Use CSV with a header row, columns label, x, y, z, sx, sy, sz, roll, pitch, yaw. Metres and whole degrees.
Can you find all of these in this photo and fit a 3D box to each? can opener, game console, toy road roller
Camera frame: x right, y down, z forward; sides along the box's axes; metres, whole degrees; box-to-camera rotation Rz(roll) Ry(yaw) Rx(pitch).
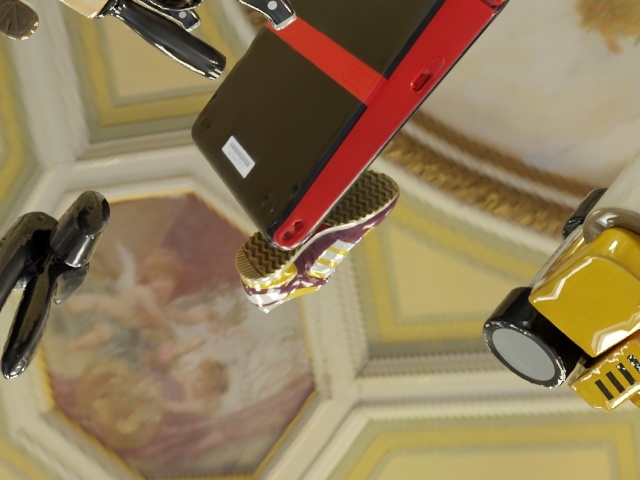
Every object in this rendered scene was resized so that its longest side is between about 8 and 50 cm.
label,x,y,z,sx,sy,sz,roll,pitch,yaw
can opener,-0.170,0.023,0.871,0.059,0.186,0.073,24,-66,-3
game console,0.022,-0.178,1.470,0.060,0.386,0.342,34,-84,-23
toy road roller,0.327,0.054,1.397,0.240,0.202,0.329,40,-26,4

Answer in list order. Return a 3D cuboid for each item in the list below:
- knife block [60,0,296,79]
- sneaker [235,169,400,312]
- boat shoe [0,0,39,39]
label,x,y,z,sx,sy,sz,roll,pitch,yaw
knife block,-0.144,-0.191,0.872,0.242,0.275,0.088,41,-76,13
sneaker,0.000,0.000,1.525,0.185,0.084,0.069,-31,-124,-11
boat shoe,-0.321,-0.238,1.415,0.050,0.045,0.135,-43,-62,12
